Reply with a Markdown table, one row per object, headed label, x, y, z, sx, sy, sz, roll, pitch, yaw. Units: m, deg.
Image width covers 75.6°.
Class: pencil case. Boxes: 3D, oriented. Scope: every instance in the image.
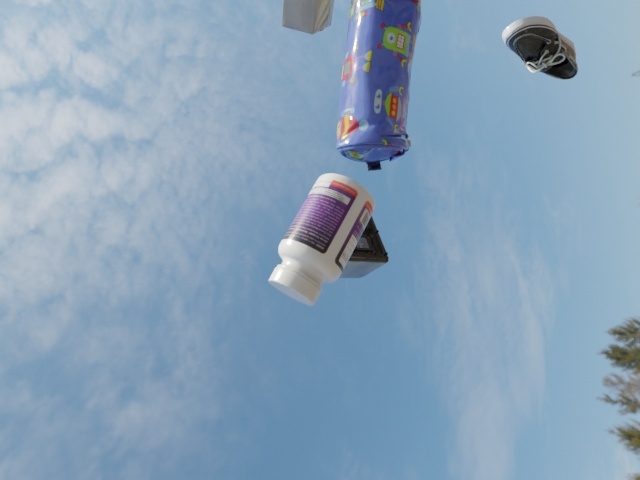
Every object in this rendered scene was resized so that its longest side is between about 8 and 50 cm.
| label | x | y | z | sx | sy | sz | roll | pitch | yaw |
| --- | --- | --- | --- | --- | --- | --- | --- | --- | --- |
| pencil case | 0.103 | -0.281 | 0.708 | 0.133 | 0.119 | 0.307 | 6 | -92 | -15 |

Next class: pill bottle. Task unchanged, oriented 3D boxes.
| label | x | y | z | sx | sy | sz | roll | pitch | yaw |
| --- | --- | --- | --- | --- | --- | --- | --- | --- | --- |
| pill bottle | 0.000 | 0.000 | 0.653 | 0.108 | 0.108 | 0.194 | 41 | -111 | -32 |

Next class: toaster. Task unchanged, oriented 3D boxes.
| label | x | y | z | sx | sy | sz | roll | pitch | yaw |
| --- | --- | --- | --- | --- | --- | --- | --- | --- | --- |
| toaster | 0.056 | 0.000 | 1.017 | 0.185 | 0.110 | 0.168 | 4 | -124 | -40 |

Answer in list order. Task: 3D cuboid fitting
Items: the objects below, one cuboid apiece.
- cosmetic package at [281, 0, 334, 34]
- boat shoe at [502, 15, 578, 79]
| label | x | y | z | sx | sy | sz | roll | pitch | yaw |
| --- | --- | --- | --- | --- | --- | --- | --- | --- | --- |
| cosmetic package | -0.021 | -0.654 | 1.019 | 0.127 | 0.107 | 0.238 | -53 | -17 | -48 |
| boat shoe | 0.639 | -0.535 | 1.184 | 0.306 | 0.113 | 0.105 | 6 | -111 | -38 |
